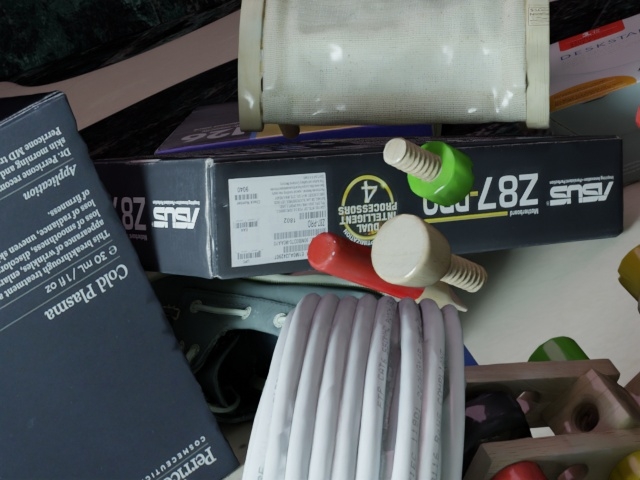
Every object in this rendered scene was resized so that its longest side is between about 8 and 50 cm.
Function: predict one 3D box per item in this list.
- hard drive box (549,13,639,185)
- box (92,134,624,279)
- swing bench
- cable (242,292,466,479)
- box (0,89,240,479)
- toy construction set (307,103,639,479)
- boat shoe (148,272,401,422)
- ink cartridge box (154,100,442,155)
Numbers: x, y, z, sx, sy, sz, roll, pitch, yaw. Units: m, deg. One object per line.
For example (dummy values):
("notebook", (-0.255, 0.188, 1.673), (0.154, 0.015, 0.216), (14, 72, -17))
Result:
("hard drive box", (0.305, -0.142, 1.383), (0.181, 0.089, 0.232), (-19, 18, 13))
("box", (0.001, -0.037, 1.219), (0.395, 0.097, 0.318), (-6, 8, -34))
("swing bench", (0.072, -0.175, 1.299), (0.253, 0.165, 0.254), (0, 3, 6))
("cable", (0.010, 0.149, 0.658), (0.089, 0.257, 0.257), (7, 16, 5))
("box", (-0.286, 0.110, 1.029), (0.343, 0.312, 0.179), (-33, 19, -29))
("toy construction set", (0.177, 0.052, 0.844), (0.309, 0.257, 0.237), (19, -1, 43))
("boat shoe", (-0.075, 0.087, 1.157), (0.319, 0.116, 0.099), (-4, 21, 34))
("ink cartridge box", (-0.020, -0.108, 1.620), (0.303, 0.072, 0.307), (-6, 15, 8))
